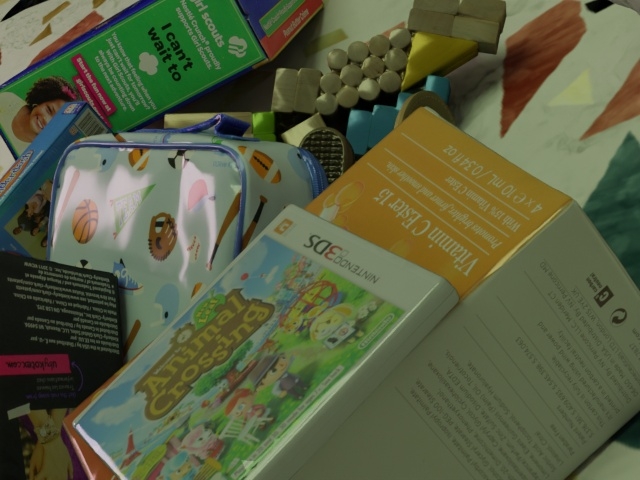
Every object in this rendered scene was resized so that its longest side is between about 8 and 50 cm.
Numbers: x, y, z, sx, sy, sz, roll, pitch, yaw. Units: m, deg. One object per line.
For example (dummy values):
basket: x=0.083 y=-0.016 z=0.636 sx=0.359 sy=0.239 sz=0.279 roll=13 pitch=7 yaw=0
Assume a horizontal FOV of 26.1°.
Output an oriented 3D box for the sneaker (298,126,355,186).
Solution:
sneaker: x=0.000 y=0.000 z=1.191 sx=0.066 sy=0.071 sz=0.188 roll=11 pitch=81 yaw=16

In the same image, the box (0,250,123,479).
box: x=-0.252 y=0.161 z=1.070 sx=0.165 sy=0.143 sz=0.270 roll=-17 pitch=70 yaw=33

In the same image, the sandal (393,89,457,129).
sandal: x=0.059 y=-0.027 z=1.152 sx=0.079 sy=0.088 sz=0.240 roll=-24 pitch=40 yaw=31

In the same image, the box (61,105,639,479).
box: x=0.028 y=0.104 z=0.930 sx=0.345 sy=0.168 sz=0.215 roll=-42 pitch=31 yaw=-3

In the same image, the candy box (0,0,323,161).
candy box: x=-0.177 y=-0.211 z=1.539 sx=0.317 sy=0.122 sz=0.268 roll=-27 pitch=13 yaw=22

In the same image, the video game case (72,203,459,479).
video game case: x=-0.042 y=0.076 z=0.852 sx=0.212 sy=0.023 sz=0.193 roll=-46 pitch=31 yaw=-11

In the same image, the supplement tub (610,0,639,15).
supplement tub: x=0.349 y=-0.245 z=0.971 sx=0.241 sy=0.241 sz=0.331 roll=-46 pitch=32 yaw=-10

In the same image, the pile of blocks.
pile of blocks: x=0.022 y=-0.107 z=1.300 sx=0.362 sy=0.149 sz=0.112 roll=-27 pitch=-10 yaw=4

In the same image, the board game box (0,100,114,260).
board game box: x=-0.259 y=-0.011 z=1.396 sx=0.047 sy=0.160 sz=0.210 roll=3 pitch=50 yaw=49

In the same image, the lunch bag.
lunch bag: x=-0.113 y=0.018 z=1.146 sx=0.303 sy=0.115 sz=0.243 roll=6 pitch=91 yaw=48
